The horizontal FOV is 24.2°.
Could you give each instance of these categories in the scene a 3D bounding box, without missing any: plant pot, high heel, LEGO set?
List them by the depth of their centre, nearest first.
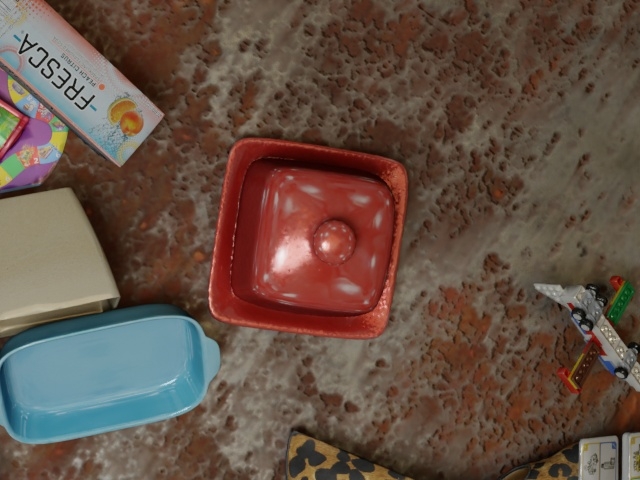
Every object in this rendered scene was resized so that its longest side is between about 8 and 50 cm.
[{"bbox_3d":[-0.222,0.016,1.170,0.109,0.109,0.096,-10,82,-13],"label":"plant pot"},{"bbox_3d":[0.106,0.188,1.265,0.261,0.093,0.186,-32,84,-18],"label":"high heel"},{"bbox_3d":[0.270,0.121,1.307,0.182,0.060,0.244,1,89,-40],"label":"LEGO set"}]

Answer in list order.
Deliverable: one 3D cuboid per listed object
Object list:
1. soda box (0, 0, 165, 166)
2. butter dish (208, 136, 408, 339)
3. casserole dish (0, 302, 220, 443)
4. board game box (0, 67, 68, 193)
[{"bbox_3d":[-0.210,-0.139,1.161,0.058,0.063,0.183,-49,118,-7],"label":"soda box"},{"bbox_3d":[0.000,0.000,1.211,0.160,0.118,0.159,8,89,-13],"label":"butter dish"},{"bbox_3d":[-0.175,0.102,1.193,0.188,0.037,0.114,-11,131,-12],"label":"casserole dish"},{"bbox_3d":[-0.284,-0.099,1.185,0.169,0.033,0.133,-11,94,-12],"label":"board game box"}]
